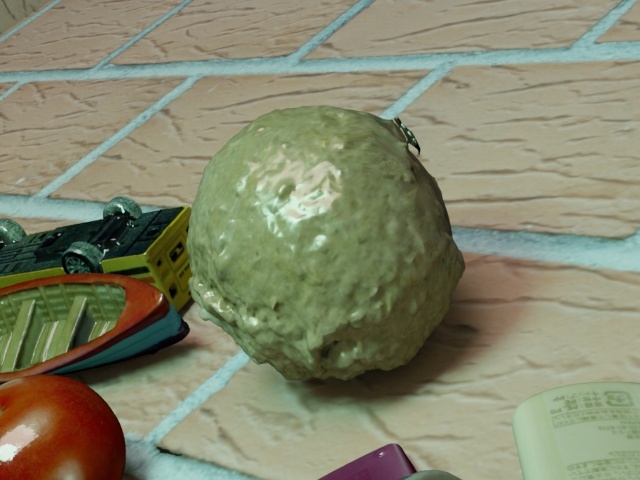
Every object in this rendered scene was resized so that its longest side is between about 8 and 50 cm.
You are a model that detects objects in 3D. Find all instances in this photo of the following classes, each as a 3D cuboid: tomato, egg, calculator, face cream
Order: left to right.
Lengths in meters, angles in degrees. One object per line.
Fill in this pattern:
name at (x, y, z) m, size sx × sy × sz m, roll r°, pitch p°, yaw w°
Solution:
tomato at (-0.282, 0.213, 1.508) m, size 0.195 × 0.136 × 0.195 m, roll -21°, pitch 25°, yaw 10°
egg at (0.000, 0.000, 1.518) m, size 0.279 × 0.279 × 0.310 m, roll -29°, pitch 34°, yaw -6°
calculator at (0.032, 0.236, 1.284) m, size 0.126 × 0.034 × 0.190 m, roll -28°, pitch 24°, yaw -1°
face cream at (0.233, 0.219, 1.012) m, size 0.173 × 0.081 × 0.348 m, roll 6°, pitch 28°, yaw -6°

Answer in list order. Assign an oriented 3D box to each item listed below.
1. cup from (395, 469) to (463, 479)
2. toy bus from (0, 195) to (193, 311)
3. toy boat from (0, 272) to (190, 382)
cup at (0.010, 0.279, 1.044) m, size 0.257 × 0.227 × 0.301 m, roll -16°, pitch -3°, yaw 30°
toy bus at (-0.298, 0.036, 1.889) m, size 0.335 × 0.123 × 0.121 m, roll -9°, pitch 30°, yaw 34°
toy boat at (-0.304, 0.106, 1.782) m, size 0.392 × 0.079 × 0.136 m, roll -10°, pitch 54°, yaw 35°
